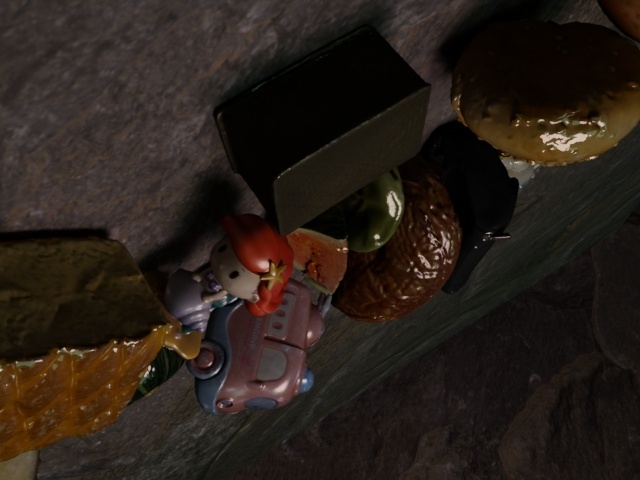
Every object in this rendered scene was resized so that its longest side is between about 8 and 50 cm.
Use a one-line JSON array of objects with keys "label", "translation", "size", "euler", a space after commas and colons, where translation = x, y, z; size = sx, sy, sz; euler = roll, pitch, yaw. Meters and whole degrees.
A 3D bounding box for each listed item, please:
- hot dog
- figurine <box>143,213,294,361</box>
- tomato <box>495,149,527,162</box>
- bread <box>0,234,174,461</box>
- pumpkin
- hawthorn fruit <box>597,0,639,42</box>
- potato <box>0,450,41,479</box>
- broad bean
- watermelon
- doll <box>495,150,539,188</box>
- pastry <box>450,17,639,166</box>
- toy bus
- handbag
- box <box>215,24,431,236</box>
[{"label": "hot dog", "translation": [0.145, -0.005, 1.350], "size": [0.174, 0.267, 0.388], "euler": [3, 140, -31]}, {"label": "figurine", "translation": [-0.150, 0.059, 1.106], "size": [0.257, 0.181, 0.208], "euler": [-31, 129, 17]}, {"label": "tomato", "translation": [0.420, -0.247, 1.390], "size": [0.167, 0.167, 0.167], "euler": [-30, 156, -15]}, {"label": "bread", "translation": [-0.395, 0.146, 0.926], "size": [0.279, 0.207, 0.279], "euler": [-8, 143, -47]}, {"label": "pumpkin", "translation": [-0.338, 0.208, 1.192], "size": [0.211, 0.152, 0.211], "euler": [-37, -177, 2]}, {"label": "hawthorn fruit", "translation": [0.624, -0.444, 0.998], "size": [0.402, 0.403, 0.403], "euler": [-30, 156, -15]}, {"label": "potato", "translation": [-0.626, 0.422, 1.114], "size": [0.288, 0.301, 0.237], "euler": [35, 144, -27]}, {"label": "broad bean", "translation": [0.085, -0.077, 1.223], "size": [0.072, 0.153, 0.207], "euler": [-22, 124, -35]}, {"label": "watermelon", "translation": [-0.027, -0.005, 1.250], "size": [0.128, 0.159, 0.303], "euler": [-6, 158, -9]}, {"label": "doll", "translation": [0.464, -0.181, 1.615], "size": [0.252, 0.111, 0.237], "euler": [-33, 160, -30]}, {"label": "pastry", "translation": [0.374, -0.237, 1.133], "size": [0.315, 0.285, 0.184], "euler": [3, 143, 7]}, {"label": "toy bus", "translation": [-0.114, 0.194, 1.281], "size": [0.231, 0.294, 0.197], "euler": [11, 158, 2]}, {"label": "handbag", "translation": [0.314, -0.059, 1.425], "size": [0.177, 0.275, 0.302], "euler": [-18, 152, -20]}, {"label": "box", "translation": [0.008, -0.159, 0.989], "size": [0.273, 0.143, 0.184], "euler": [-32, 157, -12]}]
